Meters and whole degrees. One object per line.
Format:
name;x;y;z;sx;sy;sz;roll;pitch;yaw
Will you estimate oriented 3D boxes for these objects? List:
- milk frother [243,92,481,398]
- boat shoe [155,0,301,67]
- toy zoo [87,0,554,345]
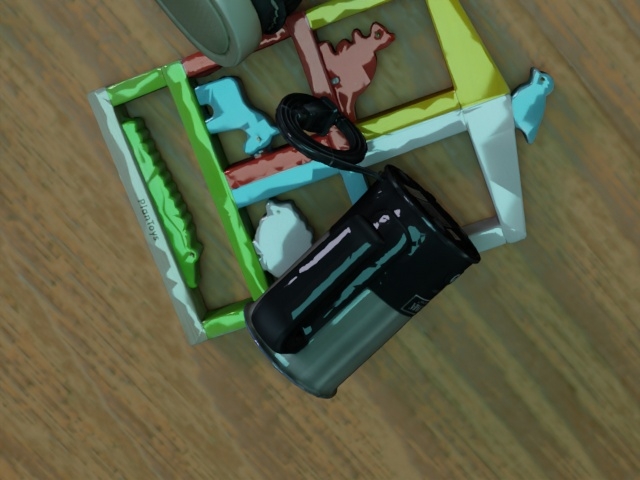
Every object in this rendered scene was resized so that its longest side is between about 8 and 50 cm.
milk frother;0.000;0.000;0.642;0.135;0.129;0.143;-44;54;13
boat shoe;-0.113;-0.271;0.600;0.113;0.127;0.340;-38;91;-16
toy zoo;0.013;-0.060;0.681;0.293;0.030;0.192;-19;102;9
